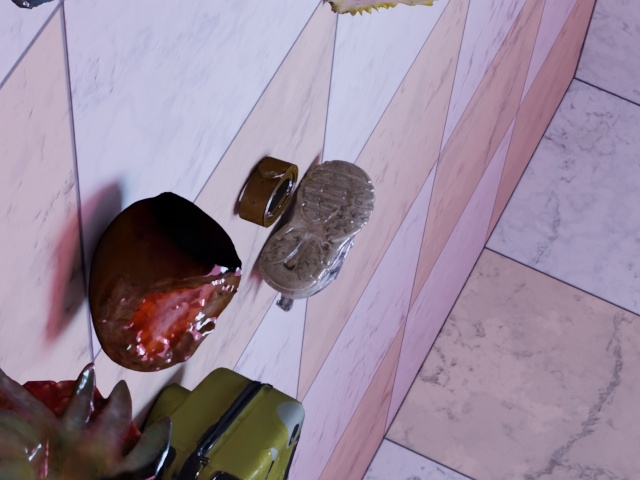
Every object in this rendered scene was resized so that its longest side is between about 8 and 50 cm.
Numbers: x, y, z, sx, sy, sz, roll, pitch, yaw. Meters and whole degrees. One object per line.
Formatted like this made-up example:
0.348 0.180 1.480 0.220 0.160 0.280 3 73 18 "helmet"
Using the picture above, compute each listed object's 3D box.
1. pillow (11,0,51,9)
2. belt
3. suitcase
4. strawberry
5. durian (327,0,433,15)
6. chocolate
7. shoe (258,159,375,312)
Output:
-0.112 -0.237 1.139 0.233 0.086 0.214 -51 167 -48 "pillow"
-0.053 -0.051 1.964 0.083 0.036 0.059 -55 159 -46 "belt"
-0.125 0.249 1.978 0.235 0.143 0.194 -48 159 -56 "suitcase"
-0.259 0.191 1.331 0.233 0.137 0.306 -24 166 -47 "strawberry"
0.060 -0.289 1.862 0.132 0.165 0.182 -24 132 -7 "durian"
-0.130 0.039 1.560 0.133 0.124 0.127 -47 -160 14 "chocolate"
0.000 0.000 2.187 0.180 0.089 0.092 -58 166 -23 "shoe"
